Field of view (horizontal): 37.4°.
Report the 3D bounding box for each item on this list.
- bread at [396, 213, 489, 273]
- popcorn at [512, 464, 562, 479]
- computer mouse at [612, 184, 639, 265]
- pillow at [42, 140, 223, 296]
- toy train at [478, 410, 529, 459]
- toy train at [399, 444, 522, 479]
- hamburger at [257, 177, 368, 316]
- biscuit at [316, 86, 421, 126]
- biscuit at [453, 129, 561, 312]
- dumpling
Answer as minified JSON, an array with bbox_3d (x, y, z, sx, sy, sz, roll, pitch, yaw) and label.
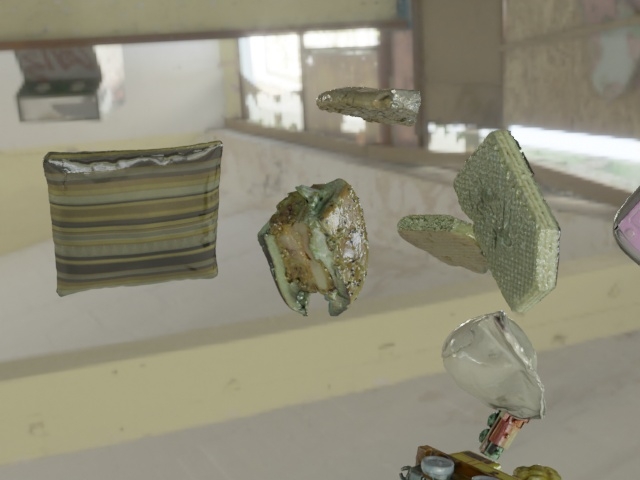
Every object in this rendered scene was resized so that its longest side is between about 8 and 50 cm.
[{"bbox_3d":[0.305,0.007,2.136,0.207,0.056,0.286,34,168,-27],"label":"bread"},{"bbox_3d":[0.381,0.518,1.712,0.170,0.218,0.189,12,-174,-12],"label":"popcorn"},{"bbox_3d":[0.636,-0.082,1.604,0.158,0.310,0.072,44,-157,18],"label":"computer mouse"},{"bbox_3d":[-0.225,-0.025,1.162,0.208,0.212,0.052,-6,-143,-16],"label":"pillow"},{"bbox_3d":[0.442,0.448,2.274,0.074,0.176,0.118,31,-178,-2],"label":"toy train"},{"bbox_3d":[0.194,0.316,1.158,0.127,0.089,0.219,0,-171,-42],"label":"toy train"},{"bbox_3d":[0.000,0.000,1.869,0.168,0.288,0.192,7,-136,29],"label":"hamburger"},{"bbox_3d":[0.065,-0.187,1.298,0.141,0.038,0.290,5,-176,5],"label":"biscuit"},{"bbox_3d":[0.288,-0.028,1.447,0.052,0.252,0.150,-9,155,-27],"label":"biscuit"},{"bbox_3d":[0.383,0.288,2.064,0.181,0.260,0.341,-25,168,-42],"label":"dumpling"}]
